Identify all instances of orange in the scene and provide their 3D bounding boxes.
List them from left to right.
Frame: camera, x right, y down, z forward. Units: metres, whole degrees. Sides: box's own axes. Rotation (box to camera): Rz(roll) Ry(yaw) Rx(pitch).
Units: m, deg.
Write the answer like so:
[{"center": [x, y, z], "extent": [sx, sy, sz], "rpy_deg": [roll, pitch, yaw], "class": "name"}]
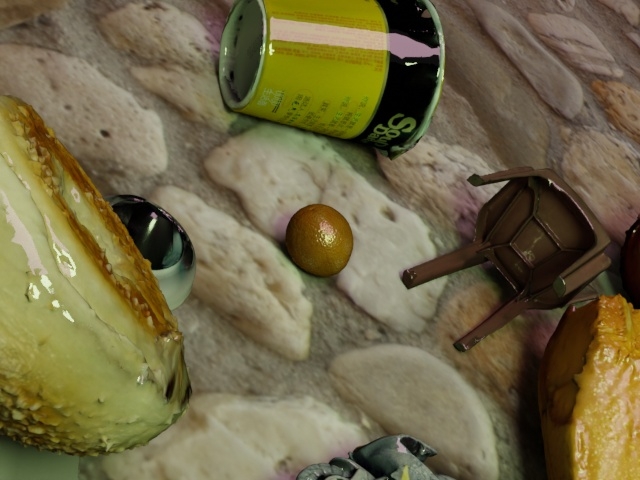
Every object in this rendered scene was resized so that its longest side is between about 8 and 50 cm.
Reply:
[{"center": [0.000, 0.000, 1.119], "extent": [0.085, 0.085, 0.085], "rpy_deg": [22, 42, -21], "class": "orange"}]

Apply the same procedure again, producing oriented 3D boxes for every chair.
[{"center": [0.276, 0.005, 1.253], "extent": [0.326, 0.183, 0.175], "rpy_deg": [-21, 69, -47], "class": "chair"}]

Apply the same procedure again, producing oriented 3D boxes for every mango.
[{"center": [0.329, 0.207, 1.077], "extent": [0.199, 0.201, 0.350], "rpy_deg": [49, 38, -32], "class": "mango"}]

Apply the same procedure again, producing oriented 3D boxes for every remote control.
[{"center": [-0.236, 0.125, 0.846], "extent": [0.077, 0.022, 0.244], "rpy_deg": [17, 43, -23], "class": "remote control"}]

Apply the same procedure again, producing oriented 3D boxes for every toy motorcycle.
[{"center": [0.110, 0.277, 0.918], "extent": [0.307, 0.108, 0.173], "rpy_deg": [37, 33, -8], "class": "toy motorcycle"}]

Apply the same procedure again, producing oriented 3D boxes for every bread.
[{"center": [-0.220, 0.033, 0.742], "extent": [0.305, 0.159, 0.305], "rpy_deg": [56, -3, 5], "class": "bread"}]

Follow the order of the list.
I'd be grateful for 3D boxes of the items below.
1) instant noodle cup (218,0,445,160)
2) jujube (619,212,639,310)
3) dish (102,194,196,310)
[{"center": [0.006, -0.219, 1.254], "extent": [0.236, 0.215, 0.215], "rpy_deg": [4, 50, -25], "class": "instant noodle cup"}, {"center": [0.600, 0.030, 1.458], "extent": [0.377, 0.258, 0.258], "rpy_deg": [4, 50, -43], "class": "jujube"}, {"center": [-0.173, -0.005, 0.978], "extent": [0.141, 0.078, 0.141], "rpy_deg": [23, 41, -21], "class": "dish"}]
